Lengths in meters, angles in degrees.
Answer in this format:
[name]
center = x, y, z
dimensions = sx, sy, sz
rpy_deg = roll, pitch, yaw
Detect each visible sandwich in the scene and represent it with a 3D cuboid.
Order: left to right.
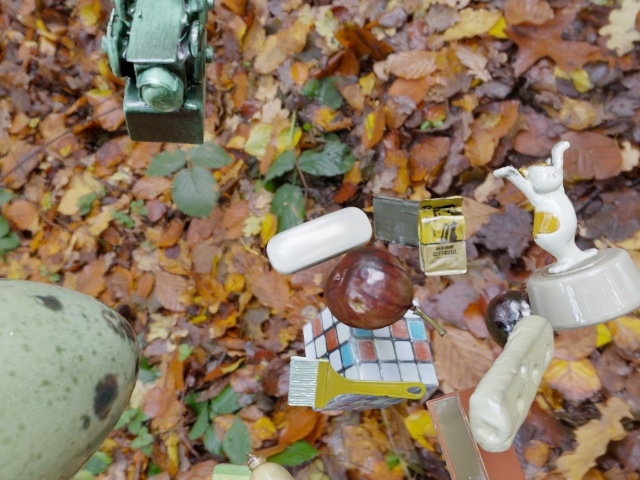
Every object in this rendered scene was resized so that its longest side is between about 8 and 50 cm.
[sandwich]
center = -0.183, 0.554, 1.198
dimensions = 0.117, 0.074, 0.074
rpy_deg = -9, 42, 28

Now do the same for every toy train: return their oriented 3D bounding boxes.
[toy train]
center = -0.262, -0.313, 0.889
dimensions = 0.238, 0.167, 0.298
rpy_deg = 110, 159, -60

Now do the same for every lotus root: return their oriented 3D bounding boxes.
[lotus root]
center = -0.058, 0.358, 0.739
dimensions = 0.062, 0.073, 0.150
rpy_deg = -39, 57, -4

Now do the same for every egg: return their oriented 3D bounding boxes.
[egg]
center = -0.239, 0.111, 0.386
dimensions = 0.177, 0.228, 0.176
rpy_deg = 12, 111, 34

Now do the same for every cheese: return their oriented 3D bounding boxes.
[cheese]
center = 0.205, 0.143, 0.558
dimensions = 0.043, 0.194, 0.064
rpy_deg = 4, 113, 35

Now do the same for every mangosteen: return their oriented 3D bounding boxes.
[mangosteen]
center = 0.625, 0.232, 1.600
dimensions = 0.250, 0.211, 0.211
rpy_deg = -39, 54, 23

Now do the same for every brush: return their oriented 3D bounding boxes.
[brush]
center = 0.055, 0.216, 0.787
dimensions = 0.205, 0.011, 0.083
rpy_deg = 5, 107, -1

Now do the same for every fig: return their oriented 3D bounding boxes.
[fig]
center = 0.141, 0.120, 1.197
dimensions = 0.204, 0.250, 0.186
rpy_deg = -35, 45, 52

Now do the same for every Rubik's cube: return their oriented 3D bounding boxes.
[Rubik's cube]
center = 0.127, 0.311, 1.453
dimensions = 0.256, 0.259, 0.253
rpy_deg = -45, 48, 48

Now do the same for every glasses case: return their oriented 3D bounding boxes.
[glasses case]
center = 0.000, 0.000, 0.981
dimensions = 0.204, 0.051, 0.081
rpy_deg = -20, 76, -16

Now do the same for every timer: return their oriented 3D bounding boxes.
[timer]
center = 0.379, -0.012, 0.840
dimensions = 0.175, 0.175, 0.265
rpy_deg = -22, 91, 28

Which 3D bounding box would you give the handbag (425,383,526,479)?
[handbag]
center = 0.204, 0.280, 0.658
dimensions = 0.063, 0.127, 0.190
rpy_deg = -28, 70, 28

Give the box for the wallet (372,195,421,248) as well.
[wallet]
center = 0.312, -0.053, 1.763
dimensions = 0.317, 0.044, 0.168
rpy_deg = 12, 117, 41

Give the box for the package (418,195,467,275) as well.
[package]
center = 0.195, -0.009, 0.855
dimensions = 0.071, 0.047, 0.131
rpy_deg = -7, 104, 2
